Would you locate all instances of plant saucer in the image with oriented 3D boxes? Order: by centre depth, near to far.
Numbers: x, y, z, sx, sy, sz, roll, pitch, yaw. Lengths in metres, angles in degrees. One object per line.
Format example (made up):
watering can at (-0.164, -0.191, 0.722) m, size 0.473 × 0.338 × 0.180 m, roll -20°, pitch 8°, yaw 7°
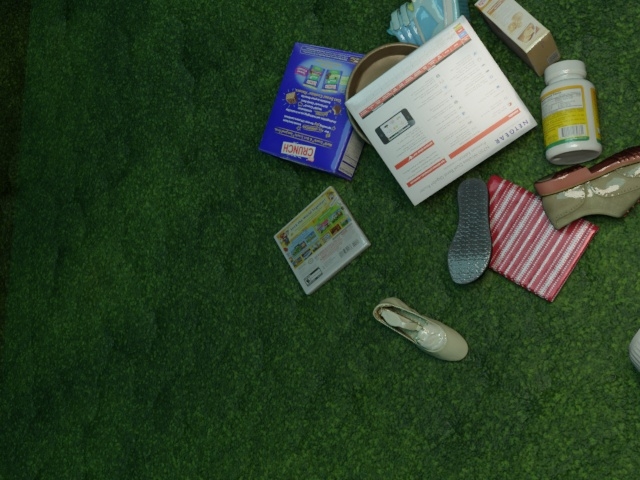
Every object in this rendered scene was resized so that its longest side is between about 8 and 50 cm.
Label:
plant saucer at (0.199, -0.353, 1.611) m, size 0.278 × 0.041 × 0.277 m, roll 0°, pitch 91°, yaw 1°

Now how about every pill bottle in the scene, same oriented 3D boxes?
pill bottle at (0.545, -0.281, 1.410) m, size 0.118 × 0.118 × 0.208 m, roll -9°, pitch 77°, yaw 30°

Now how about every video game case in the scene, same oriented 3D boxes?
video game case at (0.000, 0.000, 1.745) m, size 0.227 × 0.026 × 0.206 m, roll -41°, pitch 63°, yaw 20°

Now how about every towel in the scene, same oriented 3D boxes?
towel at (0.457, -0.010, 1.466) m, size 0.275 × 0.031 × 0.198 m, roll 34°, pitch 99°, yaw 31°

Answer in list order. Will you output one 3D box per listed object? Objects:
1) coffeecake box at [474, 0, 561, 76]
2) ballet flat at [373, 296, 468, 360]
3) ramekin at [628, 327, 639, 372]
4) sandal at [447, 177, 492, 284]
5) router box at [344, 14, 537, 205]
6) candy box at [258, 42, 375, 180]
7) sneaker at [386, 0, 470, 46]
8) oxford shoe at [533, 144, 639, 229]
coffeecake box at (0.456, -0.484, 1.486) m, size 0.068 × 0.142 × 0.185 m, roll -44°, pitch 63°, yaw 17°
ballet flat at (0.230, 0.213, 1.533) m, size 0.248 × 0.086 × 0.086 m, roll 27°, pitch 96°, yaw 32°
ramekin at (0.678, 0.190, 1.200) m, size 0.207 × 0.207 × 0.109 m, roll -51°, pitch 51°, yaw 14°
sandal at (0.355, -0.017, 1.487) m, size 0.097 × 0.054 × 0.254 m, roll 5°, pitch 74°, yaw 24°
router box at (0.277, -0.297, 1.510) m, size 0.335 × 0.082 × 0.301 m, roll -34°, pitch 91°, yaw 16°
candy box at (0.008, -0.349, 1.747) m, size 0.268 × 0.122 × 0.317 m, roll 21°, pitch 91°, yaw 30°
sneaker at (0.254, -0.613, 1.608) m, size 0.208 × 0.127 × 0.318 m, roll -2°, pitch 98°, yaw 33°
oxford shoe at (0.638, -0.120, 1.343) m, size 0.348 × 0.123 × 0.130 m, roll -17°, pitch 97°, yaw 23°
